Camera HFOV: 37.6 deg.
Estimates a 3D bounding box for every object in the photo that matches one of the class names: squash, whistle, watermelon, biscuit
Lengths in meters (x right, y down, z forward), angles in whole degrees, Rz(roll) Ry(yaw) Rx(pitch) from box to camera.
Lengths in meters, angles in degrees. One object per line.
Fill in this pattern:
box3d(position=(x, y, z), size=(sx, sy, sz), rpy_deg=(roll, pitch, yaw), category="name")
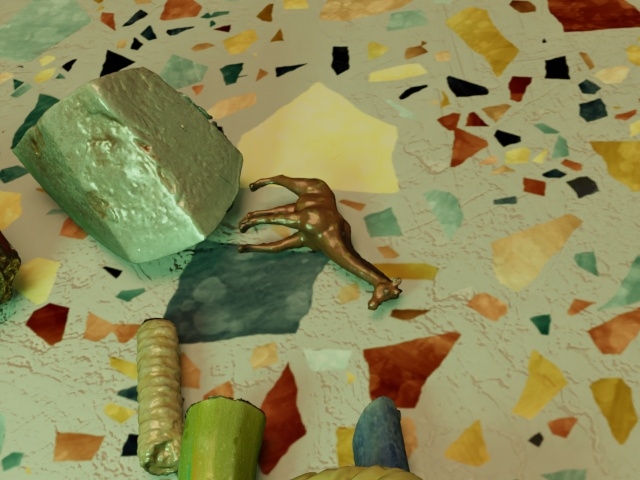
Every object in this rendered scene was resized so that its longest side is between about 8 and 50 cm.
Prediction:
box3d(position=(-0.115, 0.270, 1.013), size=(0.095, 0.095, 0.188), rpy_deg=(-5, 47, 10), category="squash")
box3d(position=(0.073, 0.298, 0.958), size=(0.062, 0.062, 0.304), rpy_deg=(-11, 46, 4), category="whistle")
box3d(position=(-0.278, -0.136, 1.321), size=(0.387, 0.258, 0.228), rpy_deg=(29, 62, 30), category="watermelon")
box3d(position=(-0.193, 0.181, 1.141), size=(0.061, 0.055, 0.219), rpy_deg=(-6, 46, -5), category="biscuit")

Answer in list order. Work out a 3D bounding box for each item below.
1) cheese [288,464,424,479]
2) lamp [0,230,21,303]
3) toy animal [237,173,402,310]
box3d(position=(0.024, 0.317, 0.854), size=(0.213, 0.117, 0.226), rpy_deg=(-10, 53, 24), category="cheese")
box3d(position=(-0.539, 0.003, 1.324), size=(0.177, 0.177, 0.274), rpy_deg=(-36, 49, -19), category="lamp")
box3d(position=(0.000, 0.000, 1.257), size=(0.229, 0.066, 0.224), rpy_deg=(2, 48, 9), category="toy animal")
